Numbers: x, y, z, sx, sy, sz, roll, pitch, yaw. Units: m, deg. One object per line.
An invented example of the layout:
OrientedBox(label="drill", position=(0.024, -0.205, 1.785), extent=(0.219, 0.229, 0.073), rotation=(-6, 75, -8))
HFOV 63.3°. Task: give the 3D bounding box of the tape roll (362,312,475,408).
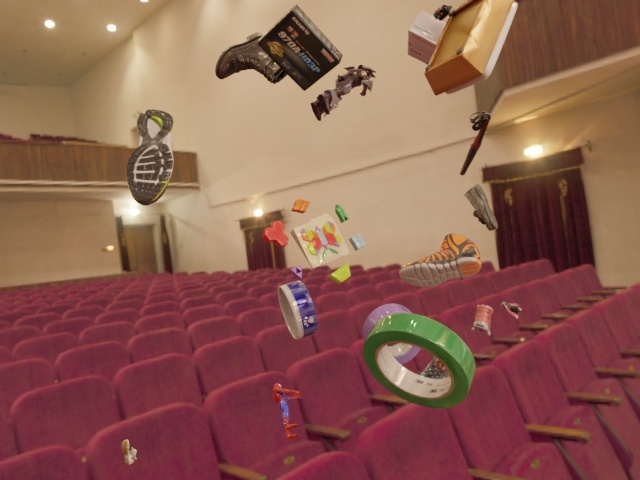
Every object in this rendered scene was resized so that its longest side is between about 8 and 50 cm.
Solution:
OrientedBox(label="tape roll", position=(0.284, 0.355, 1.517), extent=(0.321, 0.321, 0.077), rotation=(-9, 31, 39))

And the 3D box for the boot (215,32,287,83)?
OrientedBox(label="boot", position=(-0.232, -0.638, 1.892), extent=(0.263, 0.229, 0.091), rotation=(-41, -27, -7))

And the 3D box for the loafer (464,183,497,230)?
OrientedBox(label="loafer", position=(0.702, -0.133, 2.276), extent=(0.084, 0.268, 0.096), rotation=(-29, -50, 24))

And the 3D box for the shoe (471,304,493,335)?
OrientedBox(label="shoe", position=(0.551, 0.270, 1.751), extent=(0.063, 0.081, 0.178), rotation=(16, -13, 22))

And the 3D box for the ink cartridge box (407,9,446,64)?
OrientedBox(label="ink cartridge box", position=(0.389, -0.698, 1.827), extent=(0.148, 0.086, 0.203), rotation=(32, 2, 8))

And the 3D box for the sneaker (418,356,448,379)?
OrientedBox(label="sneaker", position=(0.438, 0.492, 1.977), extent=(0.104, 0.125, 0.262), rotation=(25, 52, 21))

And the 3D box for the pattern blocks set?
OrientedBox(label="pattern blocks set", position=(0.000, 0.000, 1.582), extent=(0.325, 0.285, 0.026), rotation=(-40, 3, -43))

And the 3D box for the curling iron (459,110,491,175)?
OrientedBox(label="curling iron", position=(0.523, -0.333, 1.789), extent=(0.068, 0.035, 0.274), rotation=(3, -39, 0))

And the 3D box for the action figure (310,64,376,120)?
OrientedBox(label="action figure", position=(0.091, -0.558, 1.904), extent=(0.285, 0.099, 0.185), rotation=(-42, 28, -21))

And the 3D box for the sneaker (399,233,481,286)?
OrientedBox(label="sneaker", position=(0.475, 0.077, 2.083), extent=(0.321, 0.125, 0.180), rotation=(-10, 39, 15))

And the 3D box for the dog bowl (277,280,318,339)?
OrientedBox(label="dog bowl", position=(-0.109, 0.326, 2.446), extent=(0.104, 0.265, 0.265), rotation=(-17, 1, -16))

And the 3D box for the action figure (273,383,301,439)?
OrientedBox(label="action figure", position=(-0.120, 0.697, 2.195), extent=(0.139, 0.092, 0.280), rotation=(-9, 30, -19))

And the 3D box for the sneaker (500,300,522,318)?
OrientedBox(label="sneaker", position=(0.792, 0.275, 2.146), extent=(0.119, 0.057, 0.047), rotation=(36, 7, -33))

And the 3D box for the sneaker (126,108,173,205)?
OrientedBox(label="sneaker", position=(-0.419, -0.196, 1.319), extent=(0.111, 0.300, 0.121), rotation=(3, -39, -8))

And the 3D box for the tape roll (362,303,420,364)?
OrientedBox(label="tape roll", position=(0.240, 0.309, 1.714), extent=(0.189, 0.189, 0.080), rotation=(-7, 14, -13))

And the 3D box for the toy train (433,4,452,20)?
OrientedBox(label="toy train", position=(0.379, -0.713, 1.623), extent=(0.036, 0.027, 0.158), rotation=(20, 15, -3))

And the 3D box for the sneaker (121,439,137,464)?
OrientedBox(label="sneaker", position=(-0.577, 0.635, 1.571), extent=(0.032, 0.083, 0.037), rotation=(10, 19, 34))

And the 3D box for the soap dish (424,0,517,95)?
OrientedBox(label="soap dish", position=(0.449, -0.604, 1.573), extent=(0.118, 0.291, 0.229), rotation=(28, -10, -20))

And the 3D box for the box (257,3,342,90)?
OrientedBox(label="box", position=(-0.065, -0.615, 1.672), extent=(0.175, 0.051, 0.220), rotation=(-27, -56, 38))
